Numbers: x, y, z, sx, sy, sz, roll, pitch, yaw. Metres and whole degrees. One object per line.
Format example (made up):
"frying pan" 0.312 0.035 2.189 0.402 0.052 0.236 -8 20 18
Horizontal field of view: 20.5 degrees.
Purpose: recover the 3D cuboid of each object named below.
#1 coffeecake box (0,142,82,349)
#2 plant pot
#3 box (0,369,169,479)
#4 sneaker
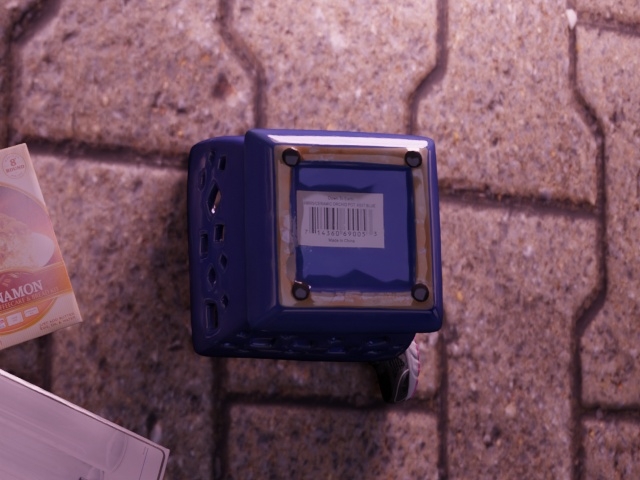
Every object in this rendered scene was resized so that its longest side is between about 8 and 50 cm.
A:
"coffeecake box" -0.331 0.015 1.714 0.142 0.068 0.185 -19 93 -33
"plant pot" 0.000 0.000 1.819 0.236 0.212 0.236 2 81 -18
"box" -0.293 0.210 1.565 0.290 0.087 0.169 29 47 -17
"sneaker" 0.053 0.097 1.967 0.077 0.072 0.178 -10 80 -22
